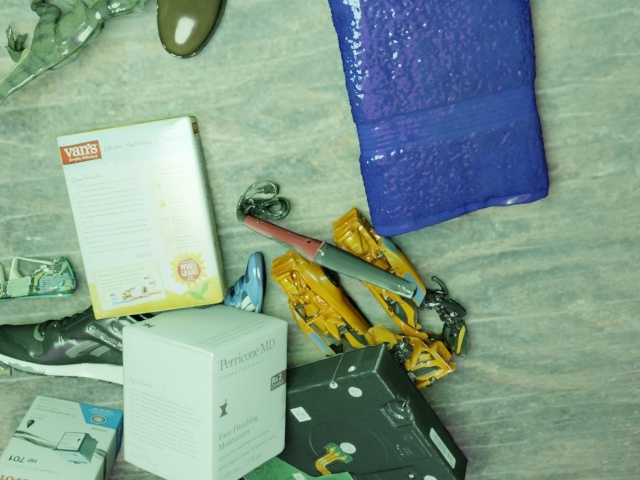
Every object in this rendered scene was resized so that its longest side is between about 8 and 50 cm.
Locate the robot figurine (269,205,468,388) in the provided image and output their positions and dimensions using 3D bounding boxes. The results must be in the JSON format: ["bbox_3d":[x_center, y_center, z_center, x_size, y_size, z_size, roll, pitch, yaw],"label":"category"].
[{"bbox_3d":[0.073,0.108,0.973,0.211,0.085,0.291,-33,110,17],"label":"robot figurine"}]

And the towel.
[{"bbox_3d":[0.144,-0.171,0.852,0.227,0.076,0.308,-14,114,0],"label":"towel"}]

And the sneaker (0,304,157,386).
[{"bbox_3d":[-0.316,0.126,1.002,0.283,0.107,0.124,10,97,-5],"label":"sneaker"}]

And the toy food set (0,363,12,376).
[{"bbox_3d":[-0.529,0.176,1.059,0.122,0.019,0.078,-3,115,3],"label":"toy food set"}]

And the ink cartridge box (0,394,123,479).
[{"bbox_3d":[-0.381,0.326,1.031,0.139,0.191,0.082,11,115,-4],"label":"ink cartridge box"}]

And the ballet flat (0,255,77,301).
[{"bbox_3d":[-0.429,0.056,0.984,0.188,0.070,0.070,-8,115,3],"label":"ballet flat"}]

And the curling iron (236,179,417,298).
[{"bbox_3d":[0.000,0.000,0.869,0.274,0.035,0.068,31,93,29],"label":"curling iron"}]

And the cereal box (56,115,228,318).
[{"bbox_3d":[-0.224,-0.029,0.910,0.172,0.047,0.240,-7,100,5],"label":"cereal box"}]

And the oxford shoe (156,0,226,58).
[{"bbox_3d":[-0.138,-0.305,0.779,0.082,0.096,0.227,16,116,-8],"label":"oxford shoe"}]

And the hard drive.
[{"bbox_3d":[0.006,0.282,1.015,0.338,0.064,0.237,-23,114,32],"label":"hard drive"}]

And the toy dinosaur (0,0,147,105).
[{"bbox_3d":[-0.314,-0.228,0.811,0.268,0.118,0.064,-41,151,6],"label":"toy dinosaur"}]

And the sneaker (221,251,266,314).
[{"bbox_3d":[-0.108,0.081,0.984,0.059,0.053,0.144,12,114,-2],"label":"sneaker"}]

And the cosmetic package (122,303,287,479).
[{"bbox_3d":[-0.145,0.191,0.907,0.151,0.151,0.184,10,105,32],"label":"cosmetic package"}]
